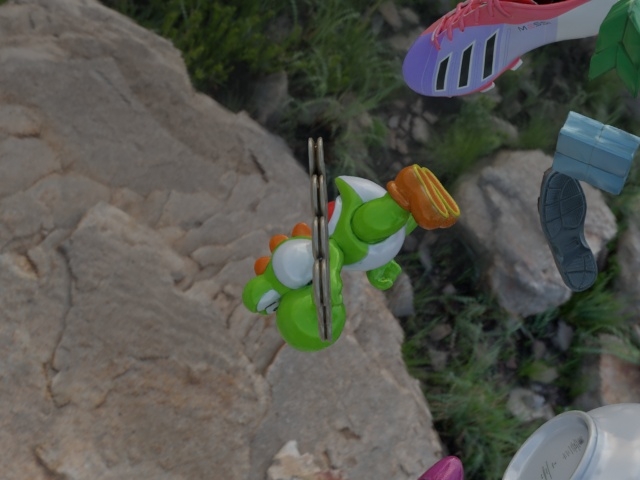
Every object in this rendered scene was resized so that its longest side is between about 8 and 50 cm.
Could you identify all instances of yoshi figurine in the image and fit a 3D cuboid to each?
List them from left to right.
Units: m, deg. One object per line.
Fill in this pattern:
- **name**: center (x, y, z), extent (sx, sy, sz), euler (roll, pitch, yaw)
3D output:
- **yoshi figurine**: center (0.051, 0.048, 1.384), extent (0.203, 0.362, 0.203), euler (46, 19, -31)

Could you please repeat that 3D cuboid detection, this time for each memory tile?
- **memory tile**: center (0.000, 0.000, 0.731), extent (0.012, 0.113, 0.148), euler (-2, 63, 2)

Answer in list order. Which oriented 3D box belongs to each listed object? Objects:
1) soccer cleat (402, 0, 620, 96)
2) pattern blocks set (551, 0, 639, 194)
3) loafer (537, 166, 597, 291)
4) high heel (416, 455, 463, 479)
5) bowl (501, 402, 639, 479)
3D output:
- **soccer cleat**: center (0.150, -0.181, 0.710), extent (0.095, 0.248, 0.083), euler (20, 69, -40)
- **pattern blocks set**: center (0.279, -0.022, 0.441), extent (0.325, 0.285, 0.026), euler (28, 71, 9)
- **loafer**: center (0.467, -0.026, 1.734), extent (0.096, 0.084, 0.267), euler (-21, 114, -5)
- **high heel**: center (0.123, 0.398, 1.318), extent (0.244, 0.082, 0.117), euler (-45, 128, -19)
- **bowl**: center (0.285, 0.278, 0.947), extent (0.134, 0.298, 0.298), euler (39, 52, -7)
